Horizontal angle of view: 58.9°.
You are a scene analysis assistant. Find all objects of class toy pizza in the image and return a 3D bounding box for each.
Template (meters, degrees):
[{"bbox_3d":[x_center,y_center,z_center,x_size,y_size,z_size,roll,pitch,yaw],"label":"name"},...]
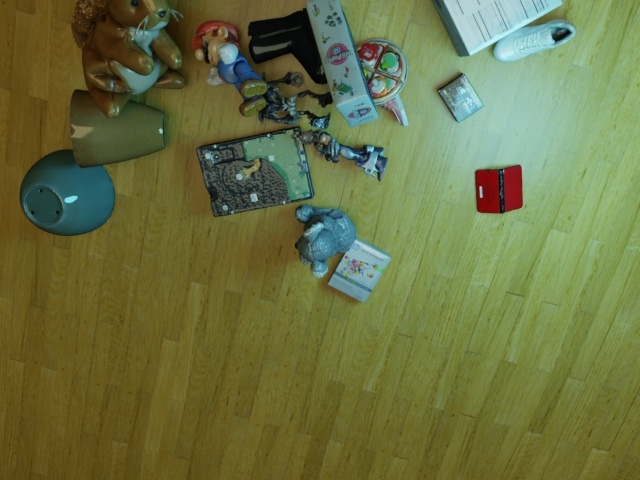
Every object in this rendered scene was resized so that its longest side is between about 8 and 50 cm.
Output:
[{"bbox_3d":[0.159,-0.505,1.687,0.201,0.032,0.201,-1,87,14],"label":"toy pizza"}]

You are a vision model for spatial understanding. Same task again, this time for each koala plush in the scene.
[{"bbox_3d":[0.000,0.000,1.785,0.203,0.221,0.196,0,108,14],"label":"koala plush"}]

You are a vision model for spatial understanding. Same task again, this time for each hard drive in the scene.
[{"bbox_3d":[-0.206,-0.220,1.827,0.339,0.064,0.236,-11,107,9],"label":"hard drive"}]

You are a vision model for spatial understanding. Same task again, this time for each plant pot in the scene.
[{"bbox_3d":[-0.846,-0.136,1.835,0.290,0.195,0.290,1,107,4],"label":"plant pot"},{"bbox_3d":[-0.614,-0.345,1.755,0.255,0.237,0.237,-2,108,-11],"label":"plant pot"}]

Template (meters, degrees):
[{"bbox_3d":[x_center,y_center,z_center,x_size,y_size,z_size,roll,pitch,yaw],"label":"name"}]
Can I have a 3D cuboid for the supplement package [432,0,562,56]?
[{"bbox_3d":[0.474,-0.661,1.561,0.263,0.199,0.198,-28,103,12],"label":"supplement package"}]

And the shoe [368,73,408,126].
[{"bbox_3d":[0.204,-0.422,1.734,0.081,0.063,0.177,-21,99,12],"label":"shoe"}]

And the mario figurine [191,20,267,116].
[{"bbox_3d":[-0.289,-0.504,1.648,0.198,0.170,0.320,-47,64,30],"label":"mario figurine"}]

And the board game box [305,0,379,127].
[{"bbox_3d":[0.063,-0.494,1.582,0.098,0.224,0.303,-17,83,12],"label":"board game box"}]

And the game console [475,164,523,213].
[{"bbox_3d":[0.571,-0.164,1.811,0.124,0.085,0.144,4,110,36],"label":"game console"}]

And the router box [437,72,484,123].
[{"bbox_3d":[0.426,-0.433,1.723,0.092,0.038,0.122,-33,103,14],"label":"router box"}]

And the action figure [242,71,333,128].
[{"bbox_3d":[-0.093,-0.420,1.719,0.276,0.141,0.164,18,117,19],"label":"action figure"}]

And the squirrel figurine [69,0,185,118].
[{"bbox_3d":[-0.555,-0.619,1.574,0.397,0.281,0.370,50,146,15],"label":"squirrel figurine"}]

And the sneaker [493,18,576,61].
[{"bbox_3d":[0.615,-0.578,1.621,0.232,0.115,0.090,-19,105,10],"label":"sneaker"}]

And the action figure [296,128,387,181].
[{"bbox_3d":[0.061,-0.274,1.736,0.285,0.185,0.099,16,104,-11],"label":"action figure"}]

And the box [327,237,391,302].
[{"bbox_3d":[0.131,0.100,1.917,0.145,0.038,0.186,28,106,-5],"label":"box"}]

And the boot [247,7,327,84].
[{"bbox_3d":[-0.099,-0.552,1.675,0.207,0.094,0.246,-15,84,7],"label":"boot"}]
